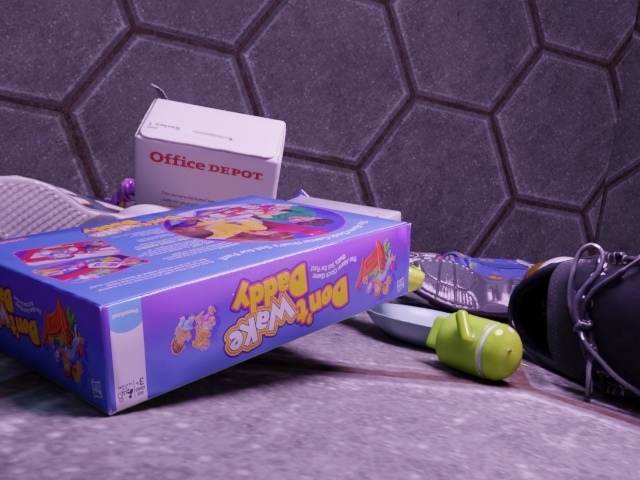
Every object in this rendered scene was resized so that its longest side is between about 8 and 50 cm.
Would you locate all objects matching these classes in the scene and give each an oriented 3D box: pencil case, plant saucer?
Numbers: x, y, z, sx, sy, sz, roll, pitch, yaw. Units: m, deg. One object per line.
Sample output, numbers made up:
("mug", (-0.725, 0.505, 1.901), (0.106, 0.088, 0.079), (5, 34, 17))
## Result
("pencil case", (0.427, 0.098, 1.696), (0.306, 0.133, 0.119), (7, 36, -34))
("plant saucer", (0.153, 0.126, 0.954), (0.195, 0.037, 0.195), (10, 3, -1))

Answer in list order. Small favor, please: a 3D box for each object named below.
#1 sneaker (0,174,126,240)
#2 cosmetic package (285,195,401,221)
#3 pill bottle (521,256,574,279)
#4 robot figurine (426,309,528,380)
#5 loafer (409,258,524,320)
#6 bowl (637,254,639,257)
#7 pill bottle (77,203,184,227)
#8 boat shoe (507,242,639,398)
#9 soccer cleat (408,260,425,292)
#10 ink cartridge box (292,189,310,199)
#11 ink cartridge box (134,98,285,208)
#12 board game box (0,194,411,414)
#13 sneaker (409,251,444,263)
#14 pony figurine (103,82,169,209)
("sneaker", (-0.461, -0.031, 1.211), (0.321, 0.126, 0.127), (22, 0, -35))
("cosmetic package", (0.000, 0.013, 1.239), (0.224, 0.138, 0.224), (11, 20, 27))
("pill bottle", (0.526, 0.106, 1.475), (0.136, 0.136, 0.245), (10, -4, 8))
("robot figurine", (0.181, 0.122, 0.776), (0.115, 0.067, 0.101), (12, -21, 47))
("loafer", (0.312, 0.118, 1.371), (0.302, 0.109, 0.095), (12, -34, 1))
("bowl", (0.497, 0.079, 0.871), (0.134, 0.298, 0.298), (-7, 2, 0))
("pill bottle", (-0.207, 0.021, 0.857), (0.131, 0.131, 0.229), (10, 3, 17))
("boat shoe", (0.348, 0.100, 0.777), (0.156, 0.187, 0.500), (4, -3, -2))
("soccer cleat", (0.031, 0.060, 1.018), (0.289, 0.121, 0.093), (8, -10, 41))
("ink cartridge box", (0.000, 0.000, 1.421), (0.207, 0.097, 0.046), (46, 3, 1))
("ink cartridge box", (-0.171, -0.057, 1.029), (0.201, 0.278, 0.117), (10, 40, -4))
("board game box", (-0.110, 0.030, 0.629), (0.233, 0.078, 0.347), (12, 18, 41))
("sneaker", (0.142, 0.035, 1.503), (0.299, 0.112, 0.121), (4, -25, 40))
("pony figurine", (-0.281, -0.110, 1.395), (0.363, 0.351, 0.303), (11, 25, -11))
